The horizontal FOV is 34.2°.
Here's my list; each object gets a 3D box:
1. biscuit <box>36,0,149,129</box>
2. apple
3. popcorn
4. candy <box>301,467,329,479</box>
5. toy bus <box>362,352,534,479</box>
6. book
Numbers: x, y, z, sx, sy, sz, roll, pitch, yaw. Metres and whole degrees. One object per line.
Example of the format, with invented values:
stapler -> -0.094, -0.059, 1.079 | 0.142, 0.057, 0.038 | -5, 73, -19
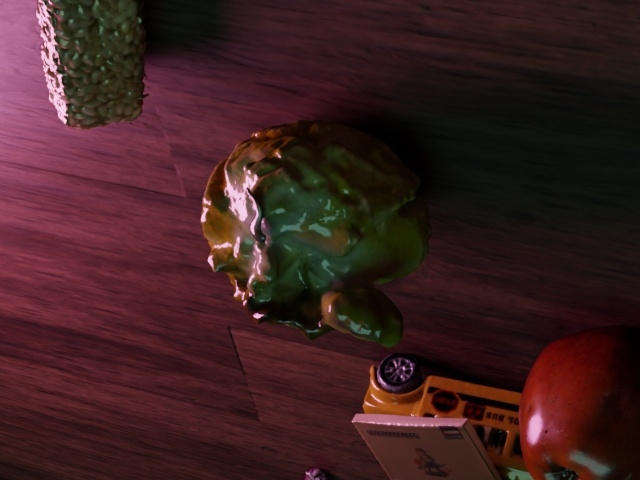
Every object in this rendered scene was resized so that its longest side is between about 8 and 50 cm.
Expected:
biscuit -> -0.183, -0.162, 0.835 | 0.070, 0.082, 0.168 | 60, 157, 27
apple -> 0.261, 0.162, 0.968 | 0.156, 0.158, 0.147 | 19, 137, 23
popcorn -> 0.000, 0.000, 0.865 | 0.198, 0.212, 0.198 | -12, 158, -5
candy -> -0.012, 0.369, 1.544 | 0.045, 0.043, 0.175 | 20, 151, 0
toy bus -> 0.207, 0.222, 1.125 | 0.336, 0.123, 0.121 | 9, 143, 21
book -> 0.131, 0.252, 1.093 | 0.138, 0.016, 0.198 | -5, 129, 38
